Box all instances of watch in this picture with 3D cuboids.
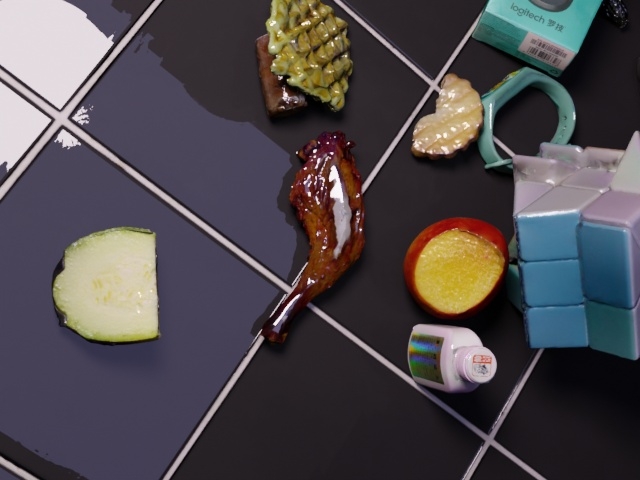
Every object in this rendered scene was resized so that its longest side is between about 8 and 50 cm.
[{"bbox_3d":[0.405,-0.234,1.617,0.237,0.068,0.195,-38,102,-22],"label":"watch"}]

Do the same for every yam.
[{"bbox_3d":[-0.070,-0.294,1.442,0.079,0.079,0.141,-11,88,-20],"label":"yam"}]

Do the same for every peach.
[{"bbox_3d":[0.251,0.051,1.476,0.190,0.192,0.190,4,74,-16],"label":"peach"}]

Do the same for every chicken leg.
[{"bbox_3d":[0.000,0.000,1.443,0.158,0.096,0.407,17,84,-14],"label":"chicken leg"}]

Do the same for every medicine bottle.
[{"bbox_3d":[0.233,0.213,1.444,0.078,0.219,0.115,2,87,-19],"label":"medicine bottle"}]

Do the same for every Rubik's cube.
[{"bbox_3d":[0.502,0.003,1.469,0.368,0.358,0.387,-31,122,-37],"label":"Rubik's cube"}]

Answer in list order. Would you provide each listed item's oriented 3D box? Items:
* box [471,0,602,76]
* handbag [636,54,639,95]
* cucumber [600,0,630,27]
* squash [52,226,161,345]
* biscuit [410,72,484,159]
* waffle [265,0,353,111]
[{"bbox_3d":[0.458,-0.510,1.595,0.205,0.118,0.311,27,78,1],"label":"box"},{"bbox_3d":[0.794,-0.258,1.756,0.191,0.075,0.332,-9,87,-23],"label":"handbag"},{"bbox_3d":[0.601,-0.532,1.712,0.053,0.053,0.181,-37,100,-18],"label":"cucumber"},{"bbox_3d":[-0.342,0.077,1.334,0.184,0.085,0.192,-3,85,9],"label":"squash"},{"bbox_3d":[0.252,-0.223,1.557,0.118,0.061,0.183,30,77,10],"label":"biscuit"},{"bbox_3d":[-0.012,-0.352,1.427,0.223,0.054,0.204,22,60,-46],"label":"waffle"}]
